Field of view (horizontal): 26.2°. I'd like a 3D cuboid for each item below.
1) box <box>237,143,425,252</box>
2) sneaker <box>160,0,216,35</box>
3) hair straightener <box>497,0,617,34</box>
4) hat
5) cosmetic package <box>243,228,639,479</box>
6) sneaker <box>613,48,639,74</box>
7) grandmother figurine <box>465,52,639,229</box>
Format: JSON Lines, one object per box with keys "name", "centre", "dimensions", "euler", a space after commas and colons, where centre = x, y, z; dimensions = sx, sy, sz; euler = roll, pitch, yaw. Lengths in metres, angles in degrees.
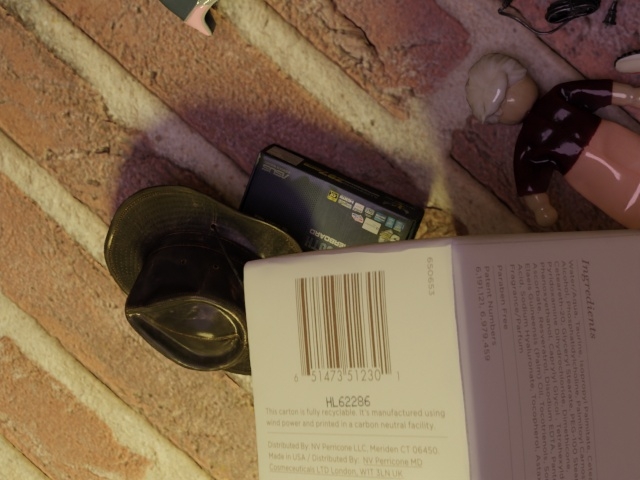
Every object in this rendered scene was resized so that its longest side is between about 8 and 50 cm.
{"name": "box", "centre": [0.000, 0.000, 1.845], "dimensions": [0.233, 0.059, 0.183], "euler": [25, 113, 10]}
{"name": "sneaker", "centre": [-0.073, -0.384, 1.745], "dimensions": [0.319, 0.112, 0.131], "euler": [-31, 112, 25]}
{"name": "hair straightener", "centre": [0.328, -0.295, 1.663], "dimensions": [0.230, 0.047, 0.089], "euler": [-13, 101, 20]}
{"name": "hat", "centre": [-0.166, 0.090, 1.839], "dimensions": [0.331, 0.134, 0.331], "euler": [15, 131, 18]}
{"name": "cosmetic package", "centre": [0.172, 0.162, 1.573], "dimensions": [0.329, 0.394, 0.327], "euler": [-8, 86, 47]}
{"name": "sneaker", "centre": [0.434, -0.193, 1.655], "dimensions": [0.161, 0.057, 0.075], "euler": [1, 100, 14]}
{"name": "grandmother figurine", "centre": [0.321, -0.111, 1.699], "dimensions": [0.342, 0.104, 0.208], "euler": [37, 86, 7]}
